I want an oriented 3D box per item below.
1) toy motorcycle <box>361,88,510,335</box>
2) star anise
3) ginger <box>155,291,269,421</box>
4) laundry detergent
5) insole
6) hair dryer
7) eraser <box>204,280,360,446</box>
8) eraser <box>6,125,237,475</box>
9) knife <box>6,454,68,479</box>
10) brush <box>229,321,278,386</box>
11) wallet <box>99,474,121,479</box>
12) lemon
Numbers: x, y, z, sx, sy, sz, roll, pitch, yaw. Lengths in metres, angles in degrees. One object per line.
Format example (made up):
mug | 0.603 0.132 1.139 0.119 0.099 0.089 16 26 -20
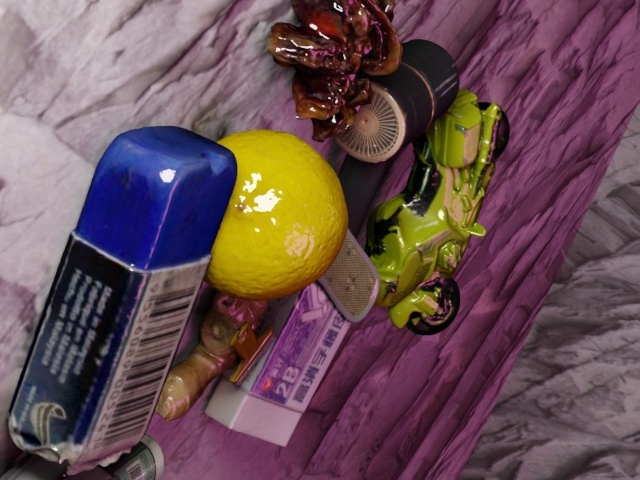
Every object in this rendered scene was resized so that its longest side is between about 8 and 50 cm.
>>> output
toy motorcycle | 0.131 -0.039 2.366 0.206 0.142 0.342 5 108 -38
star anise | 0.022 -0.201 1.906 0.190 0.126 0.220 -63 165 12
ginger | -0.125 0.119 2.051 0.214 0.059 0.133 -43 161 -43
laundry detergent | -0.258 0.287 1.891 0.099 0.070 0.226 -48 172 36
insole | 0.000 0.000 2.137 0.109 0.007 0.322 -57 141 -18
hair dryer | 0.052 -0.080 2.225 0.189 0.107 0.352 -40 159 -53
eraser | -0.047 0.145 2.228 0.124 0.068 0.210 26 91 -51
eraser | -0.191 0.057 1.716 0.155 0.101 0.332 -15 128 -64
knife | -0.329 0.289 1.760 0.265 0.040 0.073 -47 167 -40
brush | -0.084 0.124 2.055 0.082 0.010 0.218 -53 170 -7
wallet | -0.316 0.367 1.761 0.321 0.044 0.170 -53 157 14
lemon | -0.060 -0.025 1.839 0.178 0.178 0.203 -64 163 3
